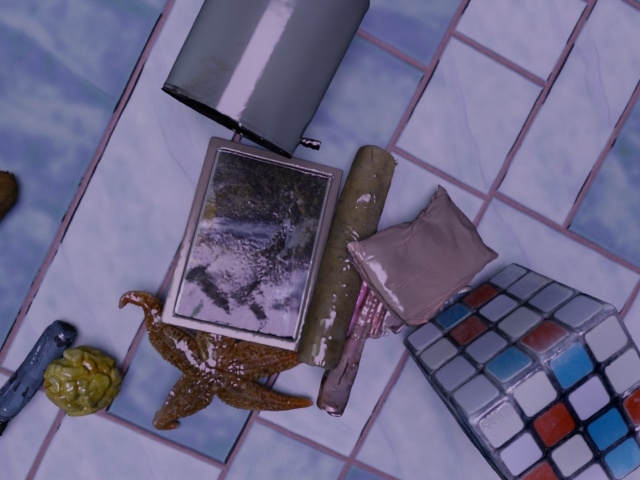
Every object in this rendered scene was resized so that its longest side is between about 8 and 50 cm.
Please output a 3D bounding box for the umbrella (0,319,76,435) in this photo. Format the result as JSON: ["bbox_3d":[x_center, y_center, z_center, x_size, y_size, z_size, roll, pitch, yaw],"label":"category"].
[{"bbox_3d":[-0.507,0.243,0.846,0.053,0.052,0.250,38,91,-5],"label":"umbrella"}]

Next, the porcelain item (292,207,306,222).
[{"bbox_3d":[0.000,0.000,0.872,0.075,0.021,0.136,-19,97,-2],"label":"porcelain item"}]

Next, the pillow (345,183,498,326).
[{"bbox_3d":[0.176,0.019,0.814,0.270,0.067,0.173,-33,90,-34],"label":"pillow"}]

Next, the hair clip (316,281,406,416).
[{"bbox_3d":[0.066,0.146,0.846,0.173,0.069,0.300,21,77,8],"label":"hair clip"}]

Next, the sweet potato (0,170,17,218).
[{"bbox_3d":[-0.579,-0.018,0.815,0.081,0.062,0.233,29,96,-8],"label":"sweet potato"}]

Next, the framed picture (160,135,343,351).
[{"bbox_3d":[-0.108,0.005,0.827,0.240,0.020,0.324,15,80,-6],"label":"framed picture"}]

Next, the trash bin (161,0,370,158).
[{"bbox_3d":[-0.078,-0.287,0.742,0.277,0.217,0.262,28,94,-7],"label":"trash bin"}]

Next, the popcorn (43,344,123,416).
[{"bbox_3d":[-0.401,0.236,0.834,0.106,0.121,0.116,-33,68,36],"label":"popcorn"}]

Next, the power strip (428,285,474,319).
[{"bbox_3d":[0.197,0.117,0.893,0.191,0.030,0.047,-12,95,-3],"label":"power strip"}]

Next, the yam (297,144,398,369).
[{"bbox_3d":[0.042,0.023,0.812,0.083,0.083,0.371,19,79,-5],"label":"yam"}]

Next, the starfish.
[{"bbox_3d":[-0.181,0.206,0.846,0.327,0.094,0.375,-45,102,-1],"label":"starfish"}]

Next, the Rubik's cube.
[{"bbox_3d":[0.328,0.226,0.786,0.253,0.259,0.256,-36,106,-3],"label":"Rubik's cube"}]
